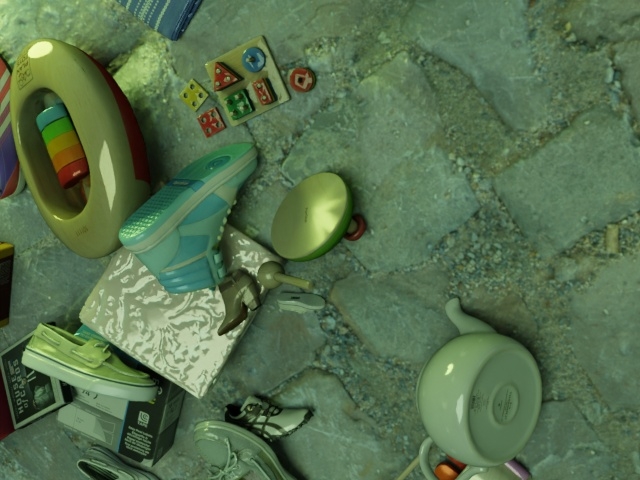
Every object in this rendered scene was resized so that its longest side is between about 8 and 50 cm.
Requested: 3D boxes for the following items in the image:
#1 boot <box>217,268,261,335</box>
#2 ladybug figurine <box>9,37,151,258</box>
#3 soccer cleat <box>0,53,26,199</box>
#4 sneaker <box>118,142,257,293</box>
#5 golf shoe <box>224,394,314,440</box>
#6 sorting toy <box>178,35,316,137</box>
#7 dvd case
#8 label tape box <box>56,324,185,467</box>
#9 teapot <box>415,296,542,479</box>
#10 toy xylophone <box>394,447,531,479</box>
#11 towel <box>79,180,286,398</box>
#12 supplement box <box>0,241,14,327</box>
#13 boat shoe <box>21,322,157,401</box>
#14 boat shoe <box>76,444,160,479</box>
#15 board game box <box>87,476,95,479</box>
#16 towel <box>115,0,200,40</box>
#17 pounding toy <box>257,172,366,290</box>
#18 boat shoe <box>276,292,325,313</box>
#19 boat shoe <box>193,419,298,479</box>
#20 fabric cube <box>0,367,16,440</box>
[{"bbox_3d":[-0.171,0.115,1.707,0.118,0.042,0.087,-38,75,6],"label":"boot"},{"bbox_3d":[-0.458,-0.187,1.727,0.305,0.162,0.449,-23,85,41],"label":"ladybug figurine"},{"bbox_3d":[-0.690,-0.240,1.846,0.109,0.116,0.318,1,103,19],"label":"soccer cleat"},{"bbox_3d":[-0.212,-0.028,1.690,0.127,0.319,0.208,15,141,52],"label":"sneaker"},{"bbox_3d":[-0.113,0.357,1.804,0.198,0.077,0.093,-17,96,21],"label":"golf shoe"},{"bbox_3d":[-0.152,-0.296,1.683,0.275,0.046,0.132,-22,94,23],"label":"sorting toy"},{"bbox_3d":[-0.621,0.296,1.929,0.239,0.030,0.179,-29,72,40],"label":"dvd case"},{"bbox_3d":[-0.405,0.274,1.872,0.241,0.106,0.333,20,108,14],"label":"label tape box"},{"bbox_3d":[0.259,0.280,1.593,0.187,0.256,0.252,6,131,50],"label":"teapot"},{"bbox_3d":[0.245,0.512,1.710,0.236,0.081,0.322,46,113,6],"label":"toy xylophone"},{"bbox_3d":[-0.277,0.097,1.771,0.317,0.053,0.331,31,92,10],"label":"towel"},{"bbox_3d":[-0.800,0.090,1.954,0.192,0.129,0.194,15,107,16],"label":"supplement box"},{"bbox_3d":[-0.460,0.243,1.770,0.303,0.109,0.094,15,88,15],"label":"boat shoe"},{"bbox_3d":[-0.439,0.540,1.961,0.226,0.076,0.083,26,110,12],"label":"boat shoe"},{"bbox_3d":[-0.429,0.675,1.963,0.305,0.053,0.193,40,136,7],"label":"board game box"},{"bbox_3d":[-0.347,-0.570,1.699,0.336,0.040,0.243,38,114,9],"label":"towel"},{"bbox_3d":[0.000,0.000,1.657,0.183,0.110,0.236,6,67,47],"label":"pounding toy"},{"bbox_3d":[-0.037,0.127,1.751,0.100,0.035,0.035,3,131,15],"label":"boat shoe"},{"bbox_3d":[-0.137,0.484,1.782,0.118,0.103,0.320,-28,111,35],"label":"boat shoe"},{"bbox_3d":[-0.862,0.385,1.978,0.258,0.254,0.259,-30,91,23],"label":"fabric cube"}]
